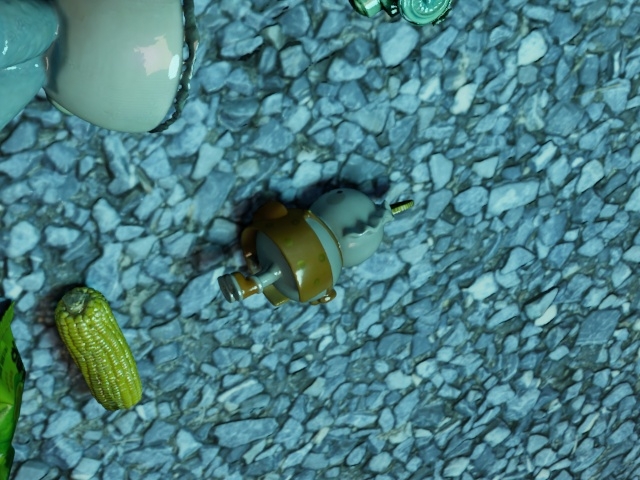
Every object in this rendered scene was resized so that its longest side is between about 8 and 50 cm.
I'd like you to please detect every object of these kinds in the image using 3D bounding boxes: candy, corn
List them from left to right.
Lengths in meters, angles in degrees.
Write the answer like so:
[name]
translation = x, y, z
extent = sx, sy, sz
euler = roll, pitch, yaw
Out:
[candy]
translation = -0.393, 0.197, 2.011
extent = 0.069, 0.149, 0.246
euler = 9, 123, -6
[corn]
translation = -0.270, 0.136, 2.078
extent = 0.072, 0.072, 0.203
euler = -29, 137, -9

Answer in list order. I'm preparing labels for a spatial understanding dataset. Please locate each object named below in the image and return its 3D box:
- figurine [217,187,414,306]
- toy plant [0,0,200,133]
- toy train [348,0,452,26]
[figurine]
translation = 0.001, 0.010, 2.100
extent = 0.271, 0.143, 0.143
euler = -11, 131, -24
[toy plant]
translation = -0.313, -0.208, 1.649
extent = 0.332, 0.247, 0.247
euler = -7, 129, -26
[toy train]
translation = 0.137, -0.378, 1.874
extent = 0.298, 0.120, 0.194
euler = -36, 132, -1
